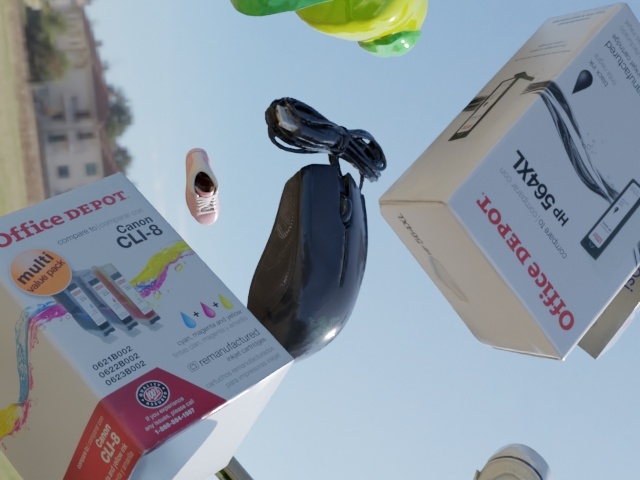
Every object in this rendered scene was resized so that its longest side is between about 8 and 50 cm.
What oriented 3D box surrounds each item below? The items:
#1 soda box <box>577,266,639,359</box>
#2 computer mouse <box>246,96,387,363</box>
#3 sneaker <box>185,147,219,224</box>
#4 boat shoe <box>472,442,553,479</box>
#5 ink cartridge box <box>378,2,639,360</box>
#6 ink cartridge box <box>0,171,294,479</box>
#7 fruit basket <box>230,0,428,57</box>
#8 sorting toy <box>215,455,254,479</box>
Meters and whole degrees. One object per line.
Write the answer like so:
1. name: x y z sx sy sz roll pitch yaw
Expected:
1. soda box: 0.564 0.084 1.966 0.098 0.091 0.286 42 -52 20
2. computer mouse: 0.000 0.000 1.092 0.072 0.188 0.272 8 -98 42
3. sneaker: -0.180 -0.068 1.618 0.070 0.051 0.134 -114 -163 -53
4. boat shoe: 0.293 0.514 1.918 0.136 0.156 0.367 38 -42 12
5. ink cartridge box: 0.162 -0.040 0.729 0.148 0.203 0.086 50 -20 -21
6. ink cartridge box: -0.135 0.072 0.658 0.176 0.128 0.127 45 -47 17
7. fruit basket: -0.008 -0.358 1.237 0.392 0.283 0.392 163 -90 -78
8. sorting toy: -0.158 0.330 1.577 0.307 0.041 0.229 51 -16 -8
